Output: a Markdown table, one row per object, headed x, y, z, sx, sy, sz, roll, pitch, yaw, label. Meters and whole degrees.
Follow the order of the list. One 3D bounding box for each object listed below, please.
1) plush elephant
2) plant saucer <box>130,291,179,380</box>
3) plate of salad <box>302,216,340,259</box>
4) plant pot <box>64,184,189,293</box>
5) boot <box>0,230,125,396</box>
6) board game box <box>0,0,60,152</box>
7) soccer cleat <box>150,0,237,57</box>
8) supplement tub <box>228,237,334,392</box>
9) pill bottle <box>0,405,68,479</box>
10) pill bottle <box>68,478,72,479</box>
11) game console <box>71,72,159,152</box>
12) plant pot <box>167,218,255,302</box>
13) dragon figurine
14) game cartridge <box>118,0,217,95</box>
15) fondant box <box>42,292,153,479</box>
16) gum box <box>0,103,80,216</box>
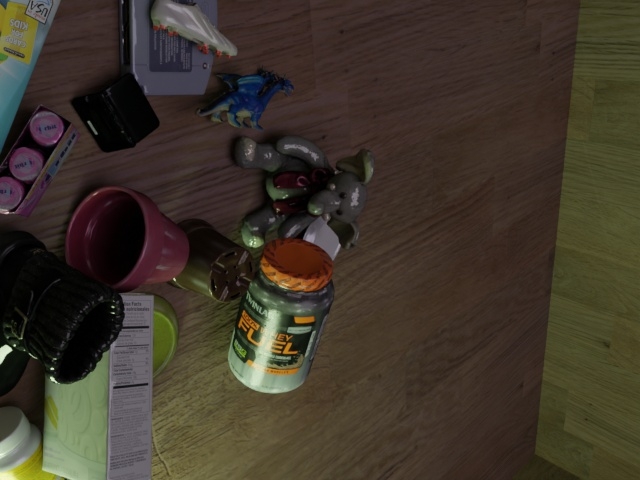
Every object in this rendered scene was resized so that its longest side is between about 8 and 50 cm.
| x | y | z | sx | sy | sz | roll | pitch | yaw | label |
| --- | --- | --- | --- | --- | --- | --- | --- | --- | --- |
| -0.008 | -0.109 | 1.531 | 0.330 | 0.255 | 0.271 | -16 | 117 | -42 | plush elephant |
| -0.405 | 0.232 | 1.419 | 0.241 | 0.037 | 0.240 | -21 | 120 | -41 | plant saucer |
| 0.000 | 0.000 | 1.742 | 0.200 | 0.048 | 0.199 | -37 | 139 | -40 | plate of salad |
| -0.361 | 0.010 | 1.271 | 0.180 | 0.201 | 0.201 | 24 | 88 | -63 | plant pot |
| -0.487 | 0.180 | 1.104 | 0.131 | 0.260 | 0.347 | -12 | 128 | -59 | boot |
| -0.583 | -0.283 | 0.987 | 0.254 | 0.079 | 0.335 | 21 | 90 | -48 | board game box |
| -0.232 | -0.410 | 1.241 | 0.196 | 0.068 | 0.076 | 15 | 92 | -46 | soccer cleat |
| -0.089 | 0.175 | 1.520 | 0.207 | 0.207 | 0.337 | -16 | 133 | -42 | supplement tub |
| -0.582 | 0.429 | 1.252 | 0.119 | 0.119 | 0.208 | -35 | 129 | -32 | pill bottle |
| -0.484 | 0.520 | 1.383 | 0.229 | 0.131 | 0.131 | -51 | 136 | -19 | pill bottle |
| -0.385 | -0.240 | 1.227 | 0.071 | 0.107 | 0.122 | -78 | 152 | -46 | game console |
| -0.242 | 0.052 | 1.420 | 0.167 | 0.165 | 0.166 | -20 | 119 | -40 | plant pot |
| -0.174 | -0.317 | 1.391 | 0.289 | 0.085 | 0.143 | -4 | 107 | -53 | dragon figurine |
| -0.291 | -0.430 | 1.255 | 0.196 | 0.060 | 0.294 | -11 | 114 | -40 | game cartridge |
| -0.414 | 0.266 | 1.198 | 0.096 | 0.238 | 0.330 | 8 | 79 | -47 | fondant box |
| -0.495 | -0.128 | 1.112 | 0.062 | 0.107 | 0.188 | 30 | 82 | -11 | gum box |
